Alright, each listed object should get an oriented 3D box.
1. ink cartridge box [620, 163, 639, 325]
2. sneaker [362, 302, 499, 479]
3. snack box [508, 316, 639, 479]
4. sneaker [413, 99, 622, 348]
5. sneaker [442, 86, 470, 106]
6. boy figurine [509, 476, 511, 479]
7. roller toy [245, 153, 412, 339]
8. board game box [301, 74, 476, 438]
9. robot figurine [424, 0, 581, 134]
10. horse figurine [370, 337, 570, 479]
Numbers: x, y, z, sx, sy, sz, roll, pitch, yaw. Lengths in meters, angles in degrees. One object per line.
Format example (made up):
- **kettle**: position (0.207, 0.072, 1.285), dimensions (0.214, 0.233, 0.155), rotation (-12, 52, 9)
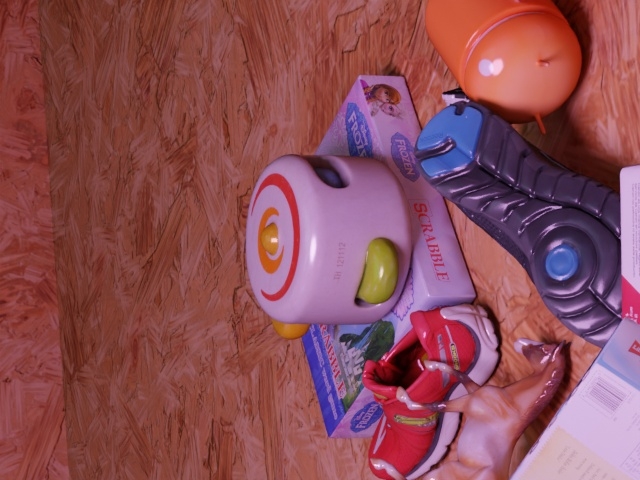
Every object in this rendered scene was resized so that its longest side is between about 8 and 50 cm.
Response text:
- **ink cartridge box**: position (0.365, 0.027, 1.535), dimensions (0.273, 0.114, 0.197), rotation (174, 96, -65)
- **sneaker**: position (0.096, 0.165, 2.114), dimensions (0.107, 0.118, 0.279), rotation (-109, 32, -41)
- **snack box**: position (0.270, 0.207, 1.598), dimensions (0.187, 0.060, 0.322), rotation (34, 148, 8)
- **sneaker**: position (0.240, -0.010, 1.828), dimensions (0.125, 0.140, 0.341), rotation (-48, 56, 10)
- **sneaker**: position (0.171, -0.142, 2.064), dimensions (0.109, 0.040, 0.043), rotation (-159, 55, -68)
- **boy figurine**: position (0.223, 0.309, 1.872), dimensions (0.285, 0.092, 0.177), rotation (132, 137, -59)
- **roller toy**: position (0.000, 0.000, 2.133), dimensions (0.209, 0.146, 0.191), rotation (139, 127, -58)
- **board game box**: position (0.054, 0.023, 2.271), dimensions (0.318, 0.066, 0.318), rotation (121, 142, -47)
- **robot figurine**: position (0.184, -0.205, 1.917), dimensions (0.158, 0.128, 0.219), rotation (-47, 41, 19)
- **horse figurine**: position (0.141, 0.212, 1.920), dimensions (0.174, 0.066, 0.263), rotation (8, 61, 33)
